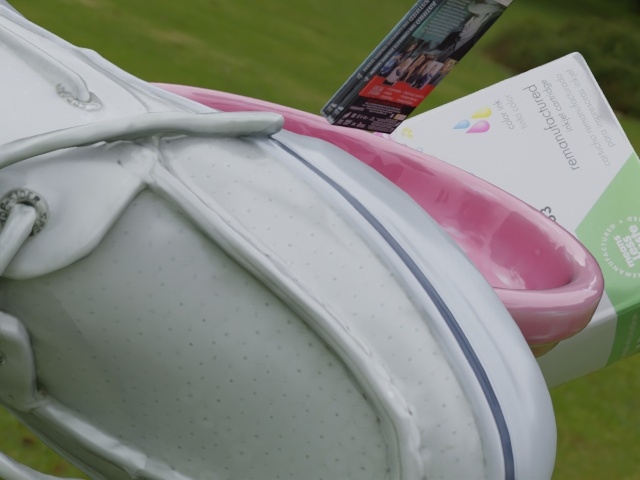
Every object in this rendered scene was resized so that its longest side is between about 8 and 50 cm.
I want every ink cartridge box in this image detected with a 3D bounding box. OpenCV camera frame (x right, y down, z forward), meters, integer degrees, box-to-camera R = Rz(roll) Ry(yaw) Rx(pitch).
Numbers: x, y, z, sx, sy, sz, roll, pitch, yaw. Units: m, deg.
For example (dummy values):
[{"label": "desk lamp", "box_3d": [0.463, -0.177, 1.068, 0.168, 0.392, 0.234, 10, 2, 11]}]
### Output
[{"label": "ink cartridge box", "box_3d": [0.070, 0.030, 1.245, 0.119, 0.353, 0.207, 80, -14, -67]}]

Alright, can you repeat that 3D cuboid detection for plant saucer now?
[{"label": "plant saucer", "box_3d": [0.000, 0.000, 1.012, 0.332, 0.084, 0.332, 18, 16, -5]}]

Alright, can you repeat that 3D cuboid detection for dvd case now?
[{"label": "dvd case", "box_3d": [0.059, -0.107, 0.934, 0.013, 0.119, 0.087, 49, 19, 17]}]

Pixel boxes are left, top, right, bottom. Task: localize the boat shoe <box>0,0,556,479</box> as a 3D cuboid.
[{"label": "boat shoe", "box_3d": [-0.107, -0.010, 0.478, 0.367, 0.136, 0.156, 38, 22, 13]}]
